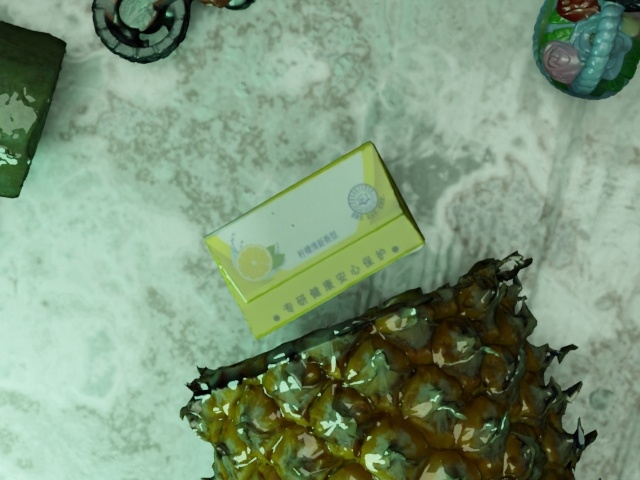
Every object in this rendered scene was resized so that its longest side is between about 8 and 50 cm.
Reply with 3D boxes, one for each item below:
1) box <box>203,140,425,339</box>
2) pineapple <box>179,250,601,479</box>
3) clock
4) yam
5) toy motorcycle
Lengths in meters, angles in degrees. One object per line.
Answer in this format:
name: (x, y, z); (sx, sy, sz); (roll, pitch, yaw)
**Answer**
box: (0.000, 0.000, 1.599); (0.168, 0.265, 0.097); (-30, 89, 4)
pineapple: (0.074, 0.190, 1.575); (0.352, 0.352, 0.300); (-26, 92, 3)
clock: (0.253, -0.220, 1.614); (0.100, 0.195, 0.194); (14, 92, -3)
yam: (-0.366, -0.140, 1.655); (0.268, 0.161, 0.161); (15, 94, 2)
toy motorcycle: (-0.104, -0.297, 1.671); (0.298, 0.089, 0.171); (-39, 90, 4)
